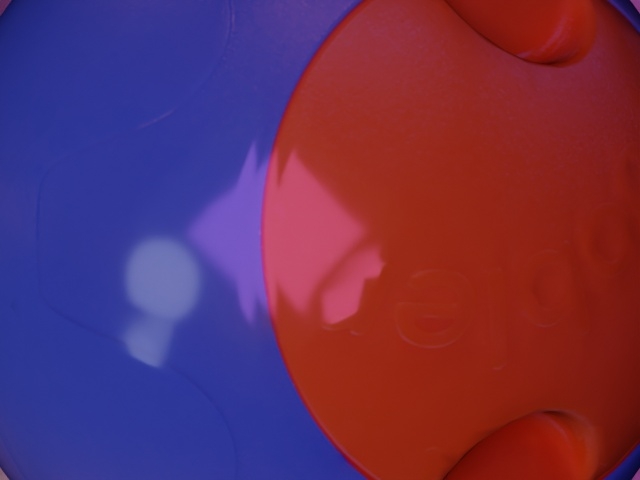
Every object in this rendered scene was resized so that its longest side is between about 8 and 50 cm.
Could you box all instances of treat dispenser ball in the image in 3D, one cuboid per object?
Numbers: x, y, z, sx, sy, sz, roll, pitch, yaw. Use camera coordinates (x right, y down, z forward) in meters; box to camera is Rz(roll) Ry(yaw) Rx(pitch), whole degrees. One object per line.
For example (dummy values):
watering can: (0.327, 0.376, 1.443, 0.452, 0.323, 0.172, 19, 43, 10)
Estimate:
treat dispenser ball: (0.000, 0.000, 0.655, 0.288, 0.288, 0.288, 0, 90, 10)
